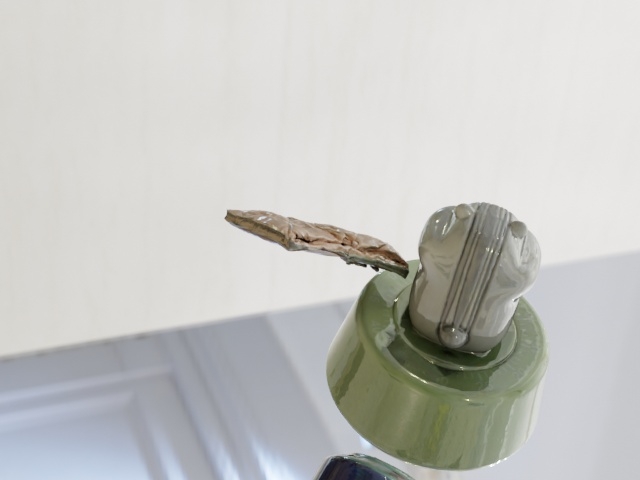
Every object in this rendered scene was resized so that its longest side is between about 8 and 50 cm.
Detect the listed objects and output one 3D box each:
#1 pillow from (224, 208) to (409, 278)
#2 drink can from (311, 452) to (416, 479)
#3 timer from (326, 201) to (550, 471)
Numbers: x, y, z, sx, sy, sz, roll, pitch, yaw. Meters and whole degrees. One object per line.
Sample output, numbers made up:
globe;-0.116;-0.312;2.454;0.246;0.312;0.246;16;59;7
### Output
pillow;0.000;0.000;1.649;0.126;0.232;0.043;21;-84;46
drink can;0.008;0.267;0.998;0.205;0.118;0.118;-58;-173;-22
timer;0.176;0.083;1.682;0.291;0.291;0.315;-118;-149;-42
